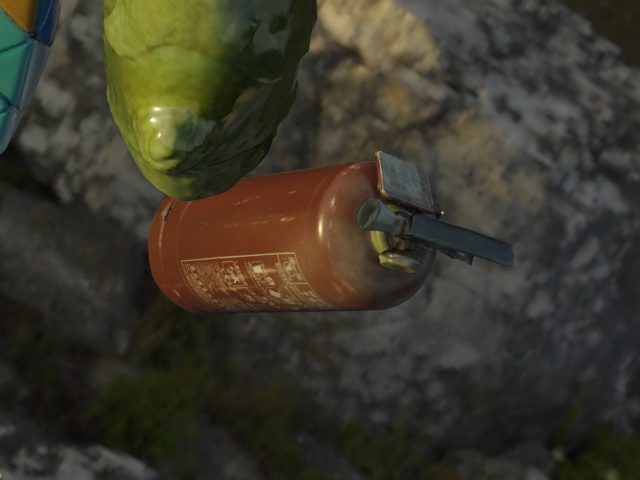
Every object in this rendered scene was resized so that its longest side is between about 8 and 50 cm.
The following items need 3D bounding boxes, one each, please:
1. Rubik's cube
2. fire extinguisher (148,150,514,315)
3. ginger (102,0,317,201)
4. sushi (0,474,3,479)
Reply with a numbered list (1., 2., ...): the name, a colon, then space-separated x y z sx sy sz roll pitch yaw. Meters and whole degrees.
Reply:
1. Rubik's cube: -0.315 -0.196 1.630 0.254 0.254 0.254 21 36 -16
2. fire extinguisher: 0.000 0.000 1.100 0.105 0.269 0.105 3 85 -35
3. ginger: -0.025 -0.144 0.595 0.089 0.290 0.137 4 19 -10
4. sushi: -0.208 0.125 0.941 0.026 0.120 0.126 -11 49 -45
